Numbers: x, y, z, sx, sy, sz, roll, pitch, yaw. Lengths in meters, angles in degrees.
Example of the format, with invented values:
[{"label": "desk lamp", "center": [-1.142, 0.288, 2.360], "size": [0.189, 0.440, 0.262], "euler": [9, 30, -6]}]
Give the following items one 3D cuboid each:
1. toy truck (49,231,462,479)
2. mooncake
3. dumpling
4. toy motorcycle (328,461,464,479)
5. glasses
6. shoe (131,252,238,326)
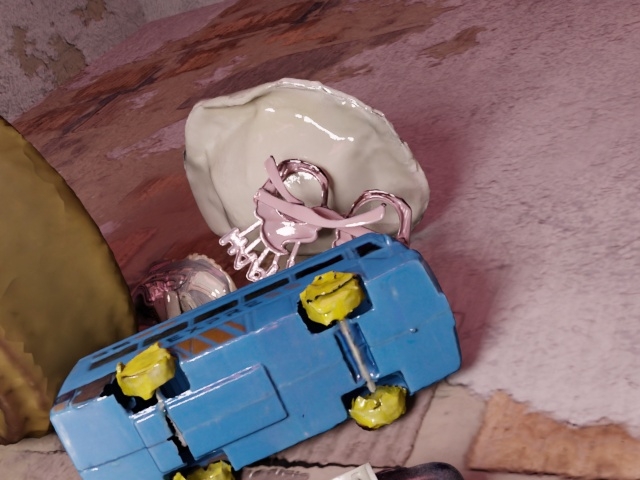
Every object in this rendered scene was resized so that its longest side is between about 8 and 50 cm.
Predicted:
[{"label": "toy truck", "center": [-0.061, 0.124, 0.816], "size": [0.385, 0.161, 0.162], "euler": [-24, 19, 0]}, {"label": "mooncake", "center": [-0.407, 0.046, 0.953], "size": [0.393, 0.394, 0.246], "euler": [9, 42, 42]}, {"label": "dumpling", "center": [-0.050, -0.098, 1.082], "size": [0.181, 0.260, 0.341], "euler": [-43, 38, -21]}, {"label": "toy motorcycle", "center": [-0.007, 0.227, 0.604], "size": [0.263, 0.091, 0.157], "euler": [-22, -16, -9]}, {"label": "glasses", "center": [0.000, 0.006, 0.937], "size": [0.255, 0.162, 0.095], "euler": [22, 9, 20]}, {"label": "shoe", "center": [-0.186, 0.076, 1.063], "size": [0.180, 0.089, 0.092], "euler": [1, 35, 42]}]
